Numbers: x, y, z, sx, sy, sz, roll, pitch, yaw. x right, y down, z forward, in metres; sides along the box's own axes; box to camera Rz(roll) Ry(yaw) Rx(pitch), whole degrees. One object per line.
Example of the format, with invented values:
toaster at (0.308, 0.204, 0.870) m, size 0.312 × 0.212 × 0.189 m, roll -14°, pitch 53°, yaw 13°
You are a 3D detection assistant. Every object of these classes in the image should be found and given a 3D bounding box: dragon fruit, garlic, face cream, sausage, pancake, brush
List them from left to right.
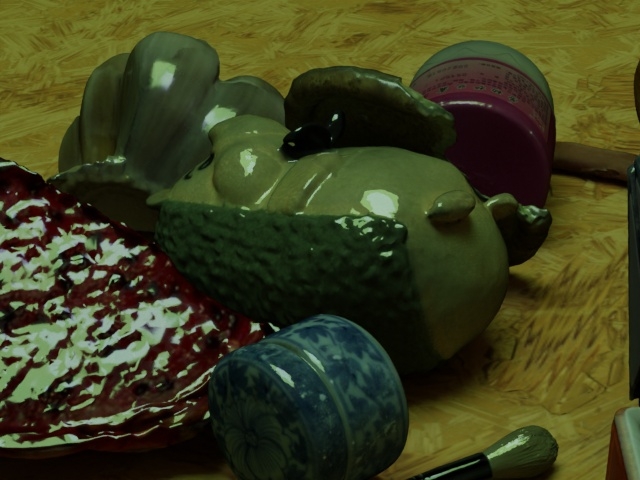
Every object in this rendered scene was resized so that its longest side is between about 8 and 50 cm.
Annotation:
dragon fruit at (-0.212, 0.131, 1.776) m, size 0.329 × 0.228 × 0.286 m, roll 23°, pitch 63°, yaw 2°
garlic at (-0.156, -0.105, 2.049) m, size 0.237 × 0.210 × 0.292 m, roll -35°, pitch 20°, yaw 44°
brush at (0.060, 0.208, 1.607) m, size 0.299 × 0.042 × 0.039 m, roll -15°, pitch -1°, yaw -15°
pancake at (0.092, -0.064, 1.914) m, size 0.286 × 0.288 × 0.033 m, roll 22°, pitch 63°, yaw 19°
face cream at (0.162, -0.105, 2.081) m, size 0.175 × 0.175 × 0.195 m, roll -2°, pitch 27°, yaw 10°
sausage at (0.301, -0.088, 2.172) m, size 0.158 × 0.036 × 0.042 m, roll 13°, pitch -3°, yaw 34°

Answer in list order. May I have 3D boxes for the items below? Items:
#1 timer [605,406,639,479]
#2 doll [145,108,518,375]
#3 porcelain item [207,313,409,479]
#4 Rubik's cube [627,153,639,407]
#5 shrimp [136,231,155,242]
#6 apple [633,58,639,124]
timer at (0.325, 0.247, 1.334) m, size 0.250 × 0.161 × 0.257 m, roll 3°, pitch 25°, yaw 0°
doll at (0.000, 0.000, 1.832) m, size 0.350 × 0.247 × 0.247 m, roll 1°, pitch 26°, yaw 29°
porcelain item at (-0.014, 0.144, 1.624) m, size 0.114 × 0.147 × 0.147 m, roll -22°, pitch 29°, yaw -37°
Rubik's cube at (0.383, 0.077, 1.551) m, size 0.260 × 0.254 × 0.259 m, roll -6°, pitch 24°, yaw 1°
shrimp at (-0.232, 0.023, 2.039) m, size 0.145 × 0.061 × 0.267 m, roll -31°, pitch 34°, yaw -28°
apple at (0.440, -0.147, 2.094) m, size 0.196 × 0.196 × 0.196 m, roll -5°, pitch 25°, yaw 2°
